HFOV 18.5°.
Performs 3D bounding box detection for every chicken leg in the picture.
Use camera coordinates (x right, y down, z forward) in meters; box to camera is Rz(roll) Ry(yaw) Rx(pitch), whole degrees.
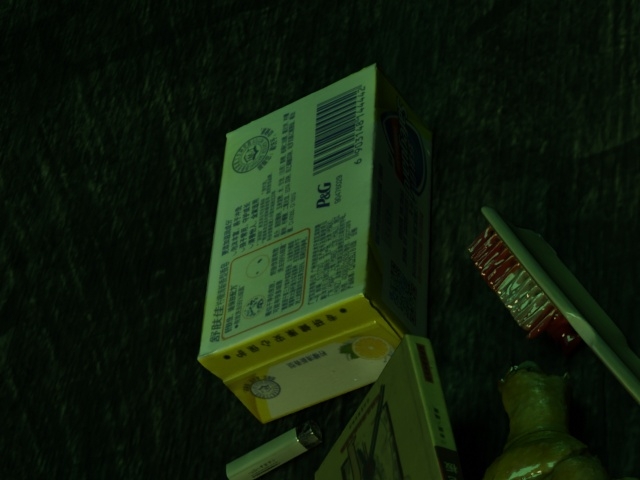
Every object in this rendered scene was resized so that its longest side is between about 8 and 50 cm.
[{"bbox_3d":[0.158,0.163,1.316,0.103,0.088,0.227,-34,30,35],"label":"chicken leg"}]

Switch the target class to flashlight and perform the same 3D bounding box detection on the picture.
[{"bbox_3d":[-0.036,0.168,1.548,0.083,0.018,0.018,-30,37,19],"label":"flashlight"}]

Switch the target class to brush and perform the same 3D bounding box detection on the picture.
[{"bbox_3d":[0.187,0.074,1.390,0.050,0.060,0.321,-52,34,12],"label":"brush"}]

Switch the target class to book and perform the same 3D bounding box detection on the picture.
[{"bbox_3d":[0.051,0.198,1.367,0.161,0.026,0.231,-59,26,33],"label":"book"}]

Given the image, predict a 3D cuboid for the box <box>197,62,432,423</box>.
[{"bbox_3d":[0.000,0.000,1.610,0.168,0.097,0.265,-24,40,26],"label":"box"}]
